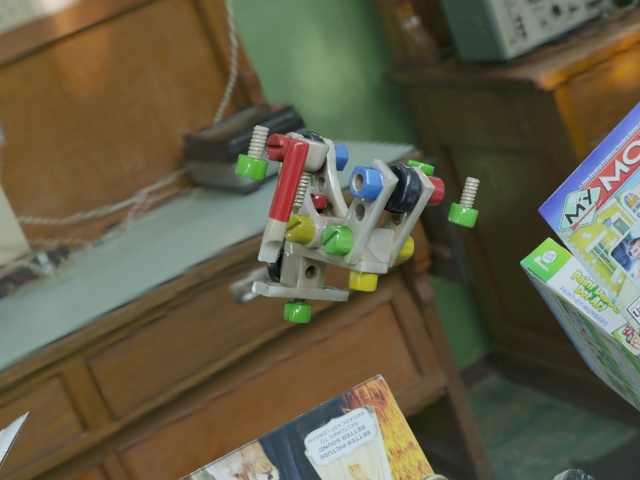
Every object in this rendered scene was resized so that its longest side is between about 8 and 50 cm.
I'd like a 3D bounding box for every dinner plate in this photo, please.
[{"bbox_3d":[-0.300,0.214,1.106,0.141,0.017,0.141,-59,7,12],"label":"dinner plate"}]

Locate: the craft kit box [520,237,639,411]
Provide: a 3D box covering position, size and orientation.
[{"bbox_3d":[0.374,0.139,1.493,0.061,0.250,0.246,-40,40,0],"label":"craft kit box"}]

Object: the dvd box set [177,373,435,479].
[{"bbox_3d":[0.031,0.401,1.406,0.308,0.062,0.420,-27,62,0],"label":"dvd box set"}]

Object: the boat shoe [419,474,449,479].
[{"bbox_3d":[0.068,0.286,1.212,0.153,0.056,0.048,-54,33,2],"label":"boat shoe"}]

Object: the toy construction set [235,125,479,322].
[{"bbox_3d":[0.000,0.000,1.487,0.257,0.237,0.309,20,8,27],"label":"toy construction set"}]

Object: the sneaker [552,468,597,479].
[{"bbox_3d":[0.197,0.348,1.148,0.122,0.110,0.283,-37,14,41],"label":"sneaker"}]

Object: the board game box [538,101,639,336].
[{"bbox_3d":[0.340,-0.080,1.021,0.317,0.046,0.213,-49,31,14],"label":"board game box"}]
